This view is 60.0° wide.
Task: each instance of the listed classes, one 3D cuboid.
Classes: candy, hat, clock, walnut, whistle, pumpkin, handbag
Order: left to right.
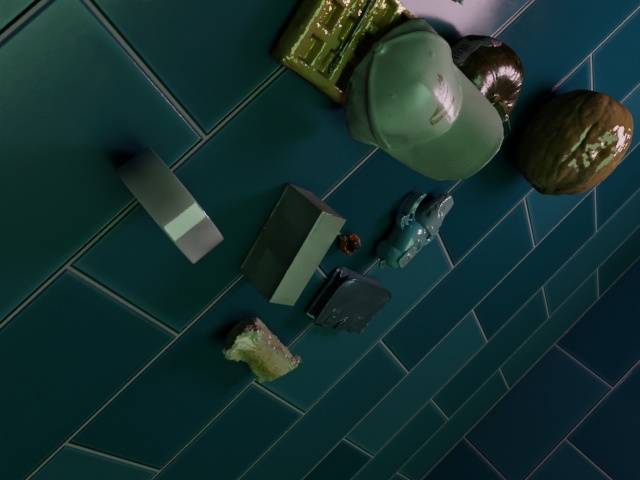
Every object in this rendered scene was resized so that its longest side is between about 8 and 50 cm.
[{"bbox_3d":[-0.248,-0.056,0.918,0.068,0.197,0.196,-39,140,-10],"label":"clock"},{"bbox_3d":[0.039,-0.022,1.334,0.055,0.049,0.185,-52,132,-5],"label":"candy"},{"bbox_3d":[0.078,0.174,1.505,0.229,0.062,0.179,25,104,-49],"label":"handbag"},{"bbox_3d":[0.253,-0.025,1.481,0.274,0.093,0.186,-44,140,-10],"label":"whistle"},{"bbox_3d":[0.209,-0.251,1.056,0.257,0.301,0.168,-50,177,3],"label":"hat"},{"bbox_3d":[0.349,-0.320,1.243,0.260,0.189,0.260,-23,136,-25],"label":"pumpkin"},{"bbox_3d":[0.708,-0.268,1.560,0.277,0.252,0.312,0,127,-55],"label":"walnut"}]

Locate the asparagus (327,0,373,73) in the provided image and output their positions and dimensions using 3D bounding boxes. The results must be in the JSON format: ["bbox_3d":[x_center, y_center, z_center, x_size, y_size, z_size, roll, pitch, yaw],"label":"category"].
[{"bbox_3d":[0.057,-0.372,0.990,0.166,0.016,0.013,-59,180,13],"label":"asparagus"}]

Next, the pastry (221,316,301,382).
[{"bbox_3d":[-0.154,0.272,1.357,0.121,0.089,0.258,-41,139,-3],"label":"pastry"}]

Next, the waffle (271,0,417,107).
[{"bbox_3d":[0.053,-0.377,1.035,0.248,0.055,0.221,20,107,-49],"label":"waffle"}]

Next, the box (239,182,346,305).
[{"bbox_3d":[-0.062,0.011,1.192,0.086,0.129,0.225,17,110,-48],"label":"box"}]

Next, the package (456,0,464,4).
[{"bbox_3d":[0.266,-0.515,1.144,0.110,0.015,0.037,-3,129,-39],"label":"package"}]
